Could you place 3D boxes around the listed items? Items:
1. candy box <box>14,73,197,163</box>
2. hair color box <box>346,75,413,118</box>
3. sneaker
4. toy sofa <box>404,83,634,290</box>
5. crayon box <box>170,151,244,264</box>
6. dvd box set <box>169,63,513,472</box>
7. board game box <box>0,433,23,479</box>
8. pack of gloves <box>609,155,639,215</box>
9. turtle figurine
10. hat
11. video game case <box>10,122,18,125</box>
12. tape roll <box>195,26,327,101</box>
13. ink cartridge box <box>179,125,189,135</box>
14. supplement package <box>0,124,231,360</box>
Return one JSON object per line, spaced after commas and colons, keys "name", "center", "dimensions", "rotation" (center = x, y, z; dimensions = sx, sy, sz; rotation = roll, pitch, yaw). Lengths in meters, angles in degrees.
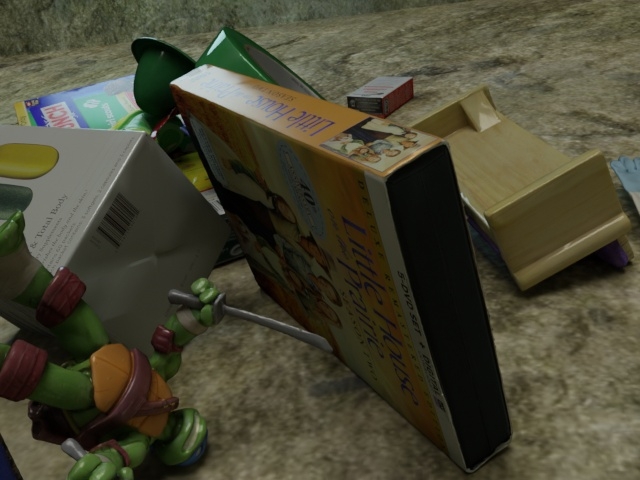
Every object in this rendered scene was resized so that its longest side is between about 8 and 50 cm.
{"name": "candy box", "center": [-0.416, -0.203, 1.324], "dimensions": [0.317, 0.122, 0.268], "rotation": [-20, 47, -17]}
{"name": "hair color box", "center": [0.141, -0.335, 1.553], "dimensions": [0.093, 0.053, 0.167], "rotation": [10, 31, 30]}
{"name": "sneaker", "center": [-0.310, -0.139, 1.097], "dimensions": [0.124, 0.109, 0.295], "rotation": [27, 29, 13]}
{"name": "toy sofa", "center": [0.256, -0.071, 0.925], "dimensions": [0.150, 0.177, 0.362], "rotation": [-29, 28, 4]}
{"name": "crayon box", "center": [-0.219, -0.053, 1.081], "dimensions": [0.202, 0.081, 0.318], "rotation": [-19, 29, -20]}
{"name": "dvd box set", "center": [0.000, 0.000, 0.666], "dimensions": [0.062, 0.307, 0.420], "rotation": [-32, 34, -18]}
{"name": "board game box", "center": [-0.411, 0.237, 0.507], "dimensions": [0.291, 0.141, 0.232], "rotation": [5, 30, 25]}
{"name": "pack of gloves", "center": [0.513, -0.052, 0.922], "dimensions": [0.195, 0.046, 0.232], "rotation": [7, 32, 5]}
{"name": "turtle figurine", "center": [-0.151, 0.095, 0.532], "dimensions": [0.275, 0.266, 0.197], "rotation": [5, 58, 58]}
{"name": "hat", "center": [-0.285, -0.215, 1.110], "dimensions": [0.173, 0.208, 0.183], "rotation": [27, 73, 4]}
{"name": "video game case", "center": [-0.725, -0.262, 1.686], "dimensions": [0.232, 0.041, 0.210], "rotation": [11, 32, 34]}
{"name": "tape roll", "center": [-0.052, -0.211, 1.084], "dimensions": [0.077, 0.321, 0.321], "rotation": [-48, 22, 16]}
{"name": "ink cartridge box", "center": [-0.103, -0.170, 1.117], "dimensions": [0.186, 0.065, 0.311], "rotation": [37, 18, -4]}
{"name": "supplement package", "center": [-0.292, 0.002, 0.794], "dimensions": [0.263, 0.198, 0.199], "rotation": [8, 62, 30]}
